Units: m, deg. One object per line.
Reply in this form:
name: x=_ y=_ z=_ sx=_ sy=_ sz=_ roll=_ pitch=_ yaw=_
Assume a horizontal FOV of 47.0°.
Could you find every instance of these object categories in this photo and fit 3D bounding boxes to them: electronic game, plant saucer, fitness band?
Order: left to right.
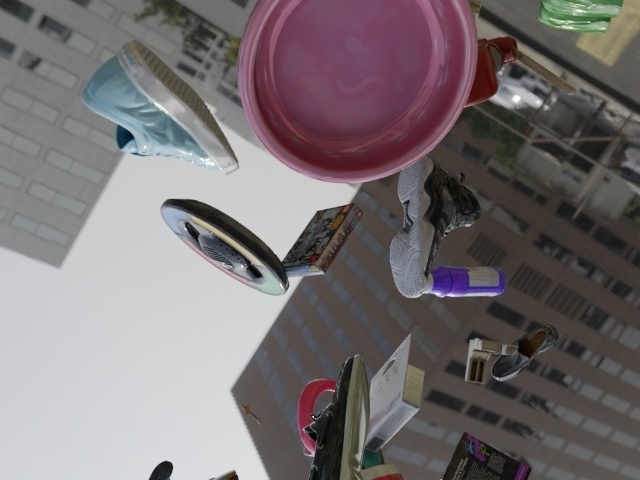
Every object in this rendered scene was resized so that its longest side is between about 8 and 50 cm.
electronic game: x=-0.145 y=0.013 z=1.118 sx=0.229 sy=0.048 sz=0.229 roll=30 pitch=162 yaw=11
fitness band: x=0.029 y=0.490 z=2.018 sx=0.054 sy=0.209 sz=0.291 roll=-4 pitch=161 yaw=34
plant saucer: x=0.047 y=-0.242 z=1.010 sx=0.332 sy=0.332 sz=0.084 roll=26 pitch=-160 yaw=-28

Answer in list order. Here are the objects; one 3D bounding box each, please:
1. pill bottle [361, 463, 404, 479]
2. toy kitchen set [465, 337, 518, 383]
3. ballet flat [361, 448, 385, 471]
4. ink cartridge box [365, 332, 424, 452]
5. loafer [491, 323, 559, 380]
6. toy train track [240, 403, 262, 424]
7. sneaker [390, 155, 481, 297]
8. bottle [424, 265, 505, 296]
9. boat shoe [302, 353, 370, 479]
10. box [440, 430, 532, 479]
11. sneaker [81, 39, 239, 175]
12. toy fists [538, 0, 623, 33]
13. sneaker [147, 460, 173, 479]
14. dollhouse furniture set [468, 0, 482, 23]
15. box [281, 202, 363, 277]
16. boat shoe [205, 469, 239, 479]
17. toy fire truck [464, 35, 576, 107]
pill bottle: x=0.140 y=0.652 z=1.550 sx=0.176 sy=0.176 sz=0.319 roll=19 pitch=-137 yaw=-51
toy kitchen set: x=0.295 y=0.210 z=1.259 sx=0.068 sy=0.075 sz=0.083 roll=10 pitch=173 yaw=-1
ballet flat: x=0.150 y=0.680 z=2.086 sx=0.107 sy=0.106 sz=0.316 roll=-2 pitch=-136 yaw=-2
ink cartridge box: x=0.207 y=0.431 z=2.080 sx=0.060 sy=0.275 sz=0.239 roll=25 pitch=-137 yaw=-6
loafer: x=0.430 y=0.238 z=1.580 sx=0.062 sy=0.170 sz=0.061 roll=52 pitch=-163 yaw=29
toy train track: x=-0.200 y=0.496 z=2.096 sx=0.083 sy=0.014 sz=0.048 roll=46 pitch=-163 yaw=-15
sneaker: x=0.222 y=-0.019 z=1.382 sx=0.153 sy=0.269 sz=0.101 roll=12 pitch=167 yaw=-28
bottle: x=0.419 y=0.124 z=2.225 sx=0.282 sy=0.092 sz=0.118 roll=1 pitch=179 yaw=-27
boat shoe: x=0.021 y=0.360 z=1.324 sx=0.113 sy=0.340 sz=0.127 roll=-6 pitch=145 yaw=18
box: x=0.348 y=0.494 z=1.553 sx=0.162 sy=0.116 sz=0.029 roll=29 pitch=158 yaw=8
sneaker: x=-0.277 y=-0.200 z=1.285 sx=0.366 sy=0.150 sz=0.135 roll=46 pitch=-165 yaw=-57
toy fists: x=0.510 y=-0.479 z=1.456 sx=0.142 sy=0.096 sz=0.279 roll=8 pitch=-174 yaw=12
sneaker: x=-0.385 y=0.615 z=1.790 sx=0.089 sy=0.170 sz=0.051 roll=31 pitch=-177 yaw=-39
dollhouse furniture set: x=0.295 y=-0.553 z=1.852 sx=0.181 sy=0.161 sz=0.101 roll=14 pitch=-131 yaw=3
box: x=0.000 y=0.000 z=1.174 sx=0.094 sy=0.137 sz=0.027 roll=-9 pitch=128 yaw=46
boat shoe: x=-0.267 y=0.664 z=1.959 sx=0.073 sy=0.207 sz=0.073 roll=-25 pitch=-99 yaw=-40
toy fire truck: x=0.284 y=-0.279 z=1.234 sx=0.217 sy=0.246 sz=0.159 roll=-51 pitch=-53 yaw=-55
